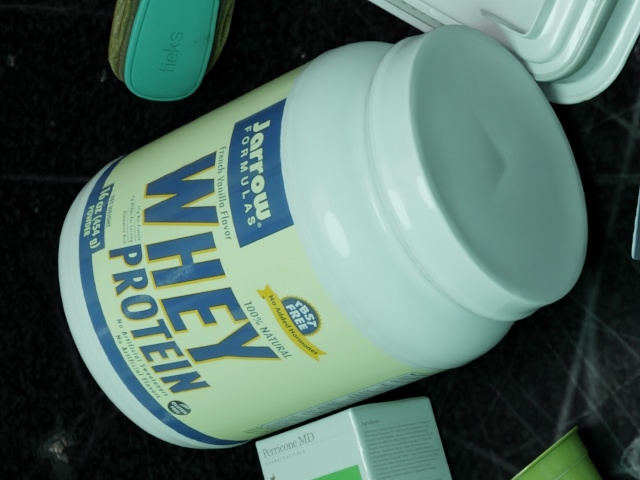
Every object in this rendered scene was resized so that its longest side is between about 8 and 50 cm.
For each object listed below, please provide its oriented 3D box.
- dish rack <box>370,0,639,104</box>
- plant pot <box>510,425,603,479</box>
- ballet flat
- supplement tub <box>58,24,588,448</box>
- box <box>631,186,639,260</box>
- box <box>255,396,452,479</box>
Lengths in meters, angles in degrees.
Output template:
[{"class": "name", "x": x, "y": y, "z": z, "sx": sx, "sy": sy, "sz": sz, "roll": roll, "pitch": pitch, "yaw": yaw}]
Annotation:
[{"class": "dish rack", "x": 0.111, "y": -0.282, "z": 1.333, "sx": 0.333, "sy": 0.072, "sz": 0.286, "roll": 34, "pitch": 110, "yaw": 30}, {"class": "plant pot", "x": 0.174, "y": 0.186, "z": 1.303, "sx": 0.079, "sy": 0.083, "sz": 0.083, "roll": 49, "pitch": 119, "yaw": 11}, {"class": "ballet flat", "x": -0.090, "y": -0.252, "z": 1.416, "sx": 0.342, "sy": 0.116, "sz": 0.124, "roll": 115, "pitch": 154, "yaw": -52}, {"class": "supplement tub", "x": 0.000, "y": 0.000, "z": 1.320, "sx": 0.324, "sy": 0.235, "sz": 0.235, "roll": -24, "pitch": 78, "yaw": 36}, {"class": "box", "x": 0.300, "y": -0.023, "z": 1.144, "sx": 0.158, "sy": 0.156, "sz": 0.093, "roll": 12, "pitch": 100, "yaw": 36}, {"class": "box", "x": 0.027, "y": 0.173, "z": 1.390, "sx": 0.101, "sy": 0.102, "sz": 0.087, "roll": -24, "pitch": 76, "yaw": 36}]
